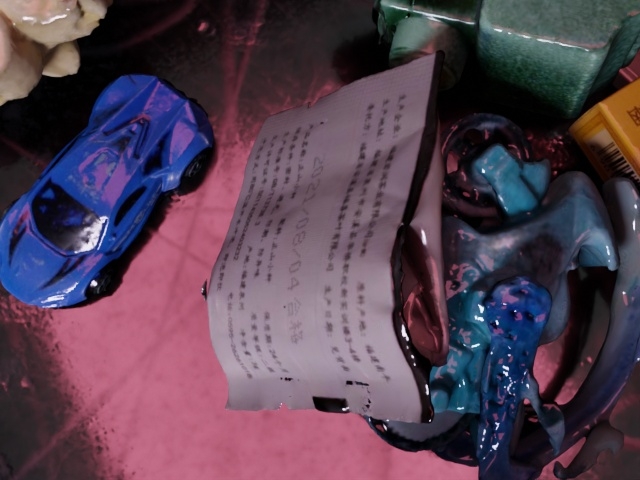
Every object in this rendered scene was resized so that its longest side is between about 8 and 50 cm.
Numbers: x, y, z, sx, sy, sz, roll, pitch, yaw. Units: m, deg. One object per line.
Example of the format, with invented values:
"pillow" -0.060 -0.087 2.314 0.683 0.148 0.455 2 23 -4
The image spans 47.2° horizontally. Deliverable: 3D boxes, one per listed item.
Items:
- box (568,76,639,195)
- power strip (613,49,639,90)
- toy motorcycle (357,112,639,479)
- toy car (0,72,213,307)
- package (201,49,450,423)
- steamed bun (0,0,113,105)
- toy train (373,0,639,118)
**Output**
"box" 0.348 -0.028 0.566 0.174 0.076 0.274 -31 83 -5
"power strip" 0.271 -0.157 0.639 0.047 0.030 0.191 -44 85 -8
"toy motorcycle" 0.146 0.051 0.546 0.206 0.154 0.260 20 87 -8
"toy car" -0.180 -0.042 0.593 0.103 0.063 0.216 37 82 3
"package" 0.000 0.000 0.531 0.062 0.204 0.250 16 73 -44
"steamed bun" -0.305 -0.228 0.586 0.295 0.137 0.292 -37 85 -1
"toy train" 0.159 -0.250 0.571 0.238 0.167 0.298 16 82 12
